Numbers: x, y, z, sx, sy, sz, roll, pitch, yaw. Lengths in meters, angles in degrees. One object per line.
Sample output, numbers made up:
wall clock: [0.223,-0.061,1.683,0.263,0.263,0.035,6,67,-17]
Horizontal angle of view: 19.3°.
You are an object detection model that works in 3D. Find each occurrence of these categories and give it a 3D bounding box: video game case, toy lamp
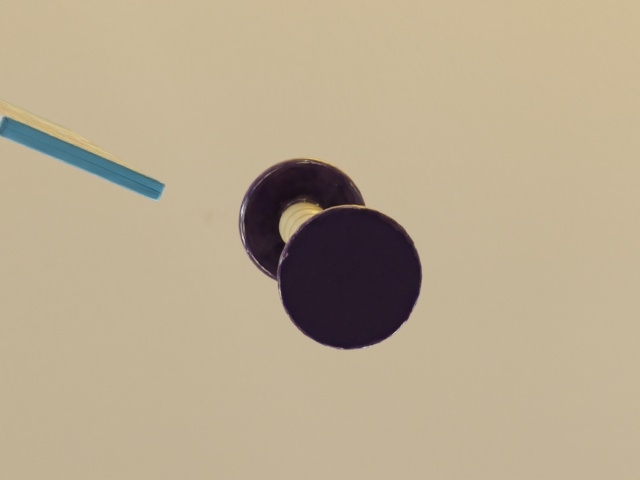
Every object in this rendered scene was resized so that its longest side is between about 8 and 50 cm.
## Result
video game case: [-0.183,-0.070,1.239,0.119,0.166,0.015,23,-87,-31]
toy lamp: [0.000,0.000,1.030,0.080,0.275,0.080,-1,-81,-8]
